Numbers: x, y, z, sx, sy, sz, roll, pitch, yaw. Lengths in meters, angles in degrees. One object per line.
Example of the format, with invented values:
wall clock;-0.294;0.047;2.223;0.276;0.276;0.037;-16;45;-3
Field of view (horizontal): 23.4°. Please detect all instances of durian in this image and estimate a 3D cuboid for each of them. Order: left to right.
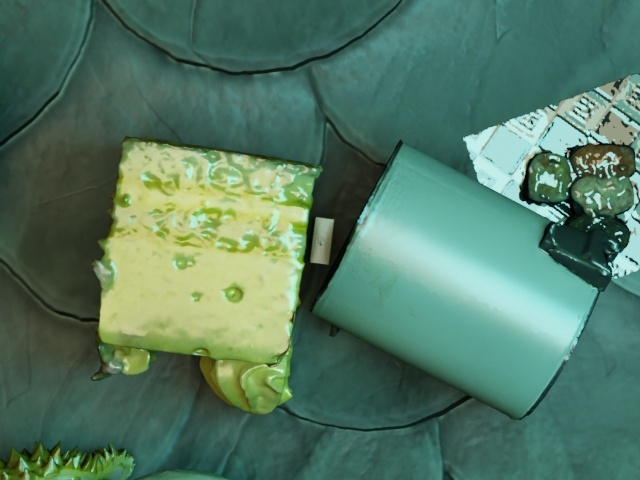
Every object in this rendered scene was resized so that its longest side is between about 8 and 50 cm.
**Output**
durian;-0.342;0.322;1.720;0.306;0.172;0.166;-44;96;-15

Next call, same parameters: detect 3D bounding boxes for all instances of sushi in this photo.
sushi;0.312;-0.058;1.789;0.231;0.047;0.220;-21;92;-2

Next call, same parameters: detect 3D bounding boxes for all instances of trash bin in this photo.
trash bin;0.151;0.044;1.696;0.262;0.217;0.277;28;130;0

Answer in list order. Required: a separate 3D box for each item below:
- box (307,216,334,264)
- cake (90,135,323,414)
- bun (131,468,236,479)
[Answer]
box;0.000;0.000;1.761;0.024;0.083;0.053;7;91;-1
cake;-0.125;0.042;1.689;0.227;0.222;0.286;9;91;-1
bun;-0.146;0.431;1.678;0.359;0.211;0.360;9;74;-32
